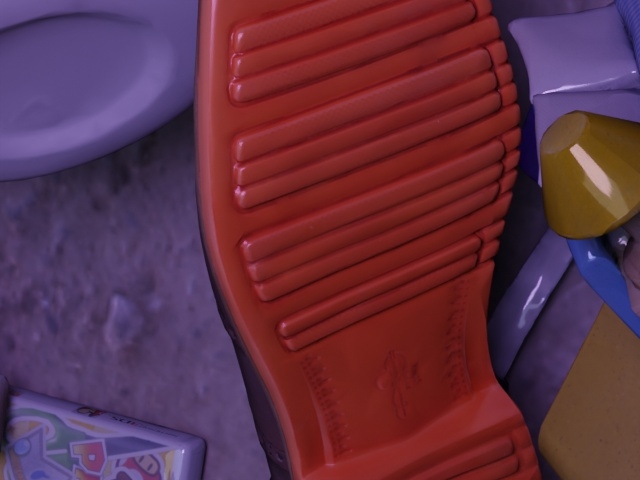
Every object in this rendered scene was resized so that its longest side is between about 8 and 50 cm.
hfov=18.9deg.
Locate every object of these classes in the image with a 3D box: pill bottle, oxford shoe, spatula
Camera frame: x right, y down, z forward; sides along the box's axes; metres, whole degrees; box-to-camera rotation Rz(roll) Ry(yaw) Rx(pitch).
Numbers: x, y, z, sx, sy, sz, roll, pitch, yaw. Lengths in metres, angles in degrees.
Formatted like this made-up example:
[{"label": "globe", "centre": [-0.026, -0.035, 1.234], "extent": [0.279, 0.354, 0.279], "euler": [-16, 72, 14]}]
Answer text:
[{"label": "pill bottle", "centre": [-0.153, -0.198, 0.805], "extent": [0.181, 0.181, 0.323], "euler": [-30, 64, 24]}, {"label": "oxford shoe", "centre": [0.000, 0.000, 0.773], "extent": [0.133, 0.130, 0.364], "euler": [-139, 37, -57]}, {"label": "spatula", "centre": [0.087, 0.036, 0.866], "extent": [0.084, 0.030, 0.296], "euler": [32, 108, 18]}]

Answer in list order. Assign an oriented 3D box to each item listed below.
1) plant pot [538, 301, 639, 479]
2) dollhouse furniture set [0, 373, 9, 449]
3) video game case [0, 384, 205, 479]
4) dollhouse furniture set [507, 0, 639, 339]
[{"label": "plant pot", "centre": [0.210, 0.066, 0.712], "extent": [0.187, 0.212, 0.212], "euler": [28, 92, 35]}, {"label": "dollhouse furniture set", "centre": [-0.233, -0.026, 0.952], "extent": [0.212, 0.161, 0.242], "euler": [-9, 62, 24]}, {"label": "video game case", "centre": [-0.169, 0.187, 0.997], "extent": [0.206, 0.026, 0.227], "euler": [13, 101, 22]}, {"label": "dollhouse furniture set", "centre": [0.158, -0.167, 0.633], "extent": [0.286, 0.303, 0.198], "euler": [-32, 121, 23]}]
